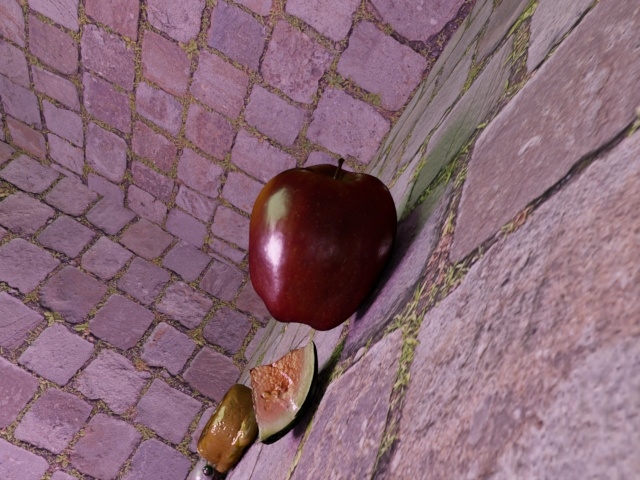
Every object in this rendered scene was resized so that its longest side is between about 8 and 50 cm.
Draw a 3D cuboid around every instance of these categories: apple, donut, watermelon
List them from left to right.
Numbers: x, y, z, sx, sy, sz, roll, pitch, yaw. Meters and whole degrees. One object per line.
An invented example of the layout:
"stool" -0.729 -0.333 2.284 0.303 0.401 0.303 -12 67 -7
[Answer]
"donut" -0.254 0.530 1.330 0.261 0.128 0.209 -57 5 30
"watermelon" -0.051 0.278 0.868 0.145 0.137 0.193 -25 7 3
"apple" 0.000 0.000 0.883 0.288 0.288 0.317 -76 3 -76

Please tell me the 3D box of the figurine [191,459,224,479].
"figurine" -0.334 0.717 1.330 0.197 0.093 0.147 -92 9 -68
